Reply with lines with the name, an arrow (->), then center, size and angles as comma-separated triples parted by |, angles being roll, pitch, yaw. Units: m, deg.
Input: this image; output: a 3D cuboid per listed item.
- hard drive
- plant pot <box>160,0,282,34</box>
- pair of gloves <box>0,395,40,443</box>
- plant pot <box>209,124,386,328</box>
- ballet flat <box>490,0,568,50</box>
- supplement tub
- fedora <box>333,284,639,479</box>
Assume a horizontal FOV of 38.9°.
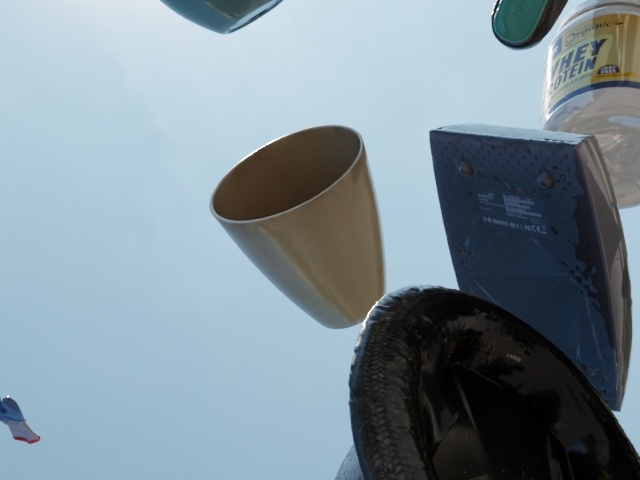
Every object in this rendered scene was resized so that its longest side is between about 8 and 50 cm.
hard drive -> 0.191, 0.017, 0.796 | 0.054, 0.172, 0.255 | -33, -61, -31
plant pot -> -0.161, -0.473, 1.559 | 0.290, 0.290, 0.195 | -37, -81, -37
pair of gloves -> -0.509, 0.244, 1.319 | 0.159, 0.198, 0.023 | 67, -145, -43
plant pot -> 0.000, 0.000, 1.443 | 0.256, 0.256, 0.274 | -48, -55, -33
ballet flat -> 0.208, -0.259, 0.776 | 0.074, 0.074, 0.203 | 3, -62, -43
supplement tub -> 0.467, -0.229, 1.451 | 0.228, 0.228, 0.316 | 49, -141, -31
fedora -> 0.104, 0.190, 0.630 | 0.334, 0.152, 0.334 | 31, -149, -21
